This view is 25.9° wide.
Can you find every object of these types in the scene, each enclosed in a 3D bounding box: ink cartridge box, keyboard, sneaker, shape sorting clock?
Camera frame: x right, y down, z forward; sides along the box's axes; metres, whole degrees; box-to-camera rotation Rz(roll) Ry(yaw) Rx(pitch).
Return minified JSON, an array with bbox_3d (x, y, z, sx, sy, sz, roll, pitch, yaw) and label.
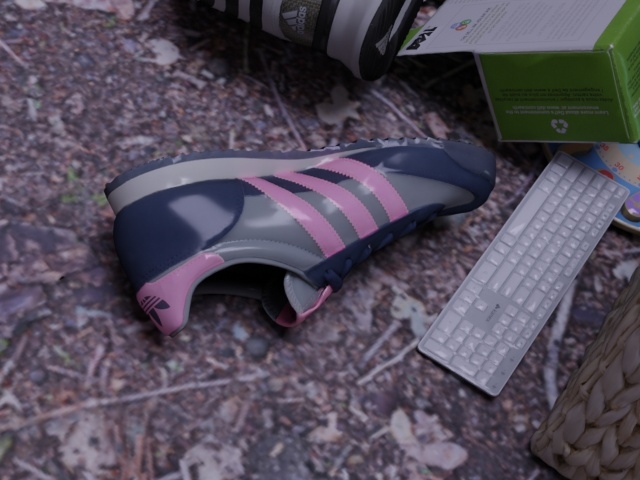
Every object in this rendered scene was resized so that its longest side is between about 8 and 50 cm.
[{"bbox_3d":[0.186,-0.175,1.244,0.255,0.097,0.189,3,38,36],"label":"ink cartridge box"},{"bbox_3d":[0.169,0.020,1.130,0.072,0.014,0.256,35,55,7],"label":"keyboard"},{"bbox_3d":[0.006,-0.332,1.259,0.257,0.169,0.447,22,41,7],"label":"sneaker"},{"bbox_3d":[0.000,0.000,1.052,0.319,0.112,0.131,-7,73,-23],"label":"sneaker"},{"bbox_3d":[0.295,-0.087,1.260,0.206,0.040,0.206,11,50,-13],"label":"shape sorting clock"}]

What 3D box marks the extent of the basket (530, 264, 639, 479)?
[{"bbox_3d":[0.367,0.054,0.979,0.266,0.331,0.328,34,54,8],"label":"basket"}]
